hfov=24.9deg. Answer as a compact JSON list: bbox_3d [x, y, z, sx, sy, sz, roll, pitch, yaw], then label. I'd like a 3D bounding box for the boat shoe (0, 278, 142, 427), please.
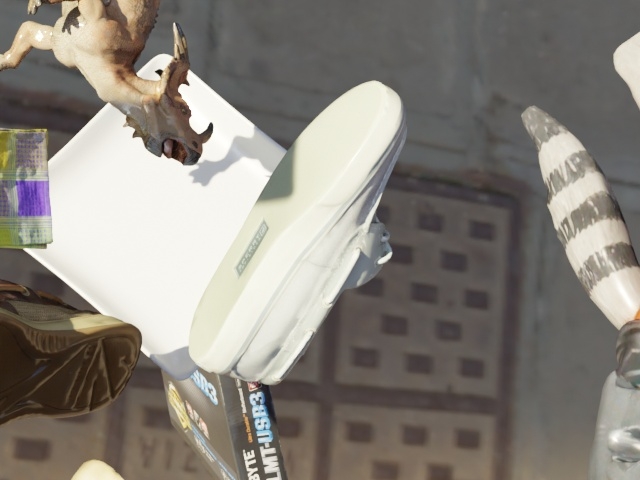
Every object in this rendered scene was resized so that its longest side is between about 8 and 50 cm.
[{"bbox_3d":[-0.296,0.085,1.238,0.342,0.123,0.123,2,116,-60],"label":"boat shoe"}]

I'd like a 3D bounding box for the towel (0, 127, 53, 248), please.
[{"bbox_3d":[-0.206,-0.036,0.989,0.060,0.009,0.083,2,85,-54],"label":"towel"}]

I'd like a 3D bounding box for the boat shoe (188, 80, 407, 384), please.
[{"bbox_3d":[0.000,0.001,0.946,0.081,0.079,0.227,24,113,-27],"label":"boat shoe"}]

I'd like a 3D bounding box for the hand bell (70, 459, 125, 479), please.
[{"bbox_3d":[-0.153,0.181,0.467,0.242,0.126,0.126,-25,99,-23],"label":"hand bell"}]

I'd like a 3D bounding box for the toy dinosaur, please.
[{"bbox_3d":[-0.187,-0.222,1.356,0.200,0.127,0.296,9,85,-31],"label":"toy dinosaur"}]

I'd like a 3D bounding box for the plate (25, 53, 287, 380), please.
[{"bbox_3d":[-0.162,-0.027,1.589,0.278,0.045,0.277,40,72,8],"label":"plate"}]

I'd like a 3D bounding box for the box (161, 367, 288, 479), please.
[{"bbox_3d":[-0.139,0.157,1.823,0.073,0.295,0.293,-19,117,-18],"label":"box"}]

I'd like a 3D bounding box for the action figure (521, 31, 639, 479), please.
[{"bbox_3d":[0.190,0.092,0.745,0.178,0.341,0.330,1,67,8],"label":"action figure"}]
